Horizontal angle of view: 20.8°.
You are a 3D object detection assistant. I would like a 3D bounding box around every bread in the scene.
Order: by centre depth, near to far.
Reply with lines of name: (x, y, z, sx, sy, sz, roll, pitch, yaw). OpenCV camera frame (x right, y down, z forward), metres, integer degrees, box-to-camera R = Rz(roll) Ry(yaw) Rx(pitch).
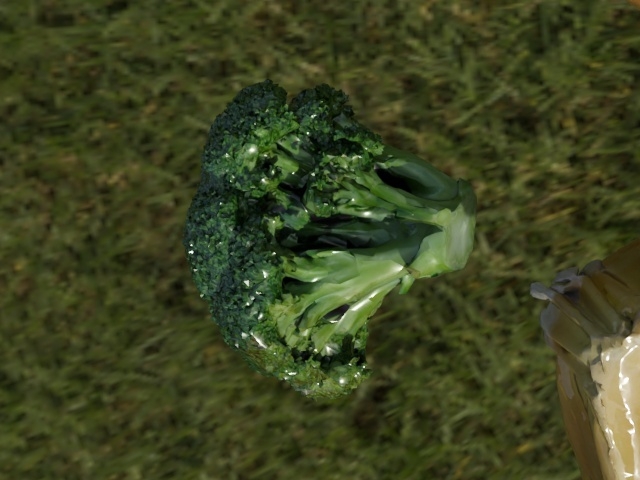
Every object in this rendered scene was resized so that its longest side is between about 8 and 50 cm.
bread: (0.192, 0.111, 0.814, 0.136, 0.107, 0.241, -19, 109, -1)

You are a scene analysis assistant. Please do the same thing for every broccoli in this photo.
broccoli: (0.000, 0.000, 1.610, 0.275, 0.308, 0.308, 3, 100, 28)

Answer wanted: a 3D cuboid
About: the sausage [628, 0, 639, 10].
sausage: (0.101, -0.098, 0.383, 0.241, 0.136, 0.120, 32, 147, -7)
